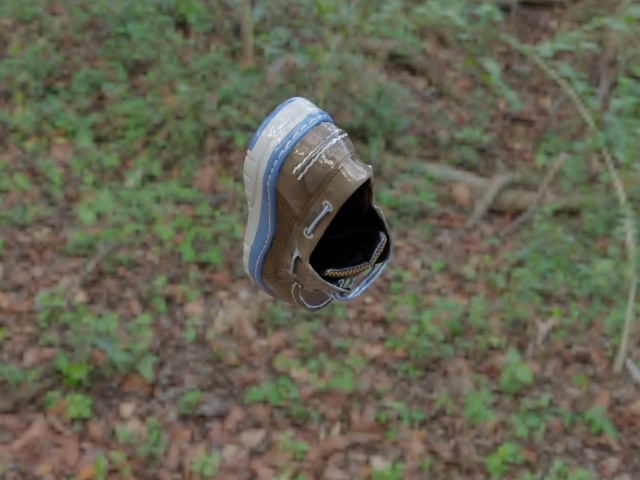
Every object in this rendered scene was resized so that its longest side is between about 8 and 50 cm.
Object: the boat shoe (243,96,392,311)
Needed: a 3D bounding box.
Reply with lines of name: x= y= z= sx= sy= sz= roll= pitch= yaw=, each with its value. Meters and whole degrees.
boat shoe: x=0.000 y=0.000 z=0.737 sx=0.066 sy=0.183 sz=0.066 roll=40 pitch=74 yaw=21
